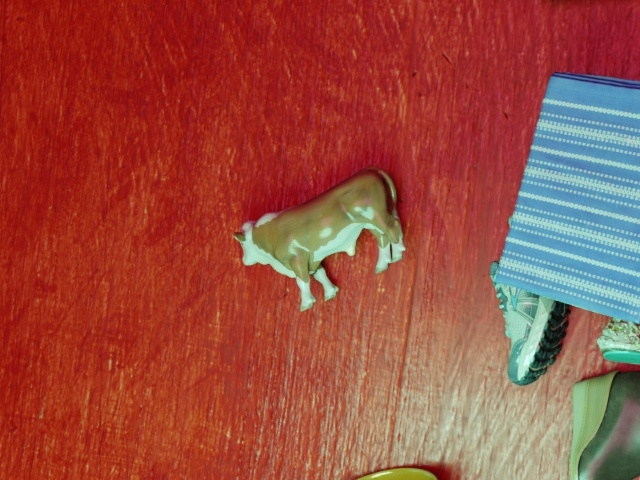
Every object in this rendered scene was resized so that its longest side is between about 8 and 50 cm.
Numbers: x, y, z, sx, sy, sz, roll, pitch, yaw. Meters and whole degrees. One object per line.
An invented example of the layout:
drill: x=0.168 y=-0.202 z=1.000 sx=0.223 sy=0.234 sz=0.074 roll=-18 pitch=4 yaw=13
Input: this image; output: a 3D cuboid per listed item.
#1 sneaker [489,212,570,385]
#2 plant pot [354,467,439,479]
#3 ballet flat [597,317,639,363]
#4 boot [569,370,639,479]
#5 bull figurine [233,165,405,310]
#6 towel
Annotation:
sneaker: x=0.326 y=0.085 z=1.500 sx=0.122 sy=0.110 sz=0.283 roll=11 pitch=86 yaw=33
plant pot: x=0.116 y=0.495 z=1.516 sx=0.205 sy=0.205 sz=0.188 roll=-14 pitch=100 yaw=20
ballet flat: x=0.539 y=0.154 z=1.419 sx=0.241 sy=0.091 sz=0.077 roll=9 pitch=67 yaw=17
boot: x=0.480 y=0.316 z=1.411 sx=0.207 sy=0.090 sz=0.248 roll=-8 pitch=77 yaw=35
bull figurine: x=0.000 y=0.000 z=1.614 sx=0.310 sy=0.101 sz=0.188 roll=-29 pitch=83 yaw=20
towel: x=0.397 y=-0.070 z=1.376 sx=0.243 sy=0.040 sz=0.336 roll=18 pitch=96 yaw=38
